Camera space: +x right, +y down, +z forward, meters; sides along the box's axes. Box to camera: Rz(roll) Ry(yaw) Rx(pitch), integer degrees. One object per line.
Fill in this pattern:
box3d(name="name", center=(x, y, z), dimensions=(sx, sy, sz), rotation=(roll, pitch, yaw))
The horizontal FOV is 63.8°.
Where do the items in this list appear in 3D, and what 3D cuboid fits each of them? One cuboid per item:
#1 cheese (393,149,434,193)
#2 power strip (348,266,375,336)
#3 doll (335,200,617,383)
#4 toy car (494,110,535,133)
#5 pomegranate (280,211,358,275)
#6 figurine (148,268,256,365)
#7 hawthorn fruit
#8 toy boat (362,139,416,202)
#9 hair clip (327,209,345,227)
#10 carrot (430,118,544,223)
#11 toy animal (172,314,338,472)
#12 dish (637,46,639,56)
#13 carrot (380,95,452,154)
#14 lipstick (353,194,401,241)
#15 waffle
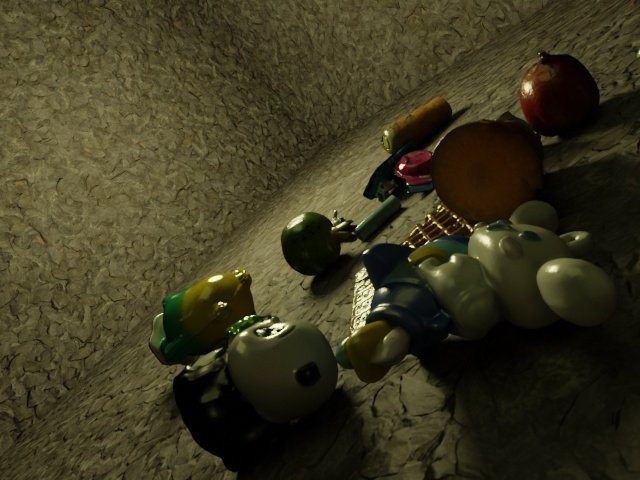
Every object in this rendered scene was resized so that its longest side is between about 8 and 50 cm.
box3d(name="cheese", center=(0.298, -0.208, 1.554), dimensions=(0.155, 0.062, 0.244), rotation=(-9, 35, 13))
box3d(name="power strip", center=(0.099, 0.124, 1.073), dimensions=(0.064, 0.044, 0.305), rotation=(-34, 14, 19))
box3d(name="doll", center=(0.199, 0.057, 0.738), dimensions=(0.366, 0.187, 0.376), rotation=(-23, -10, 18))
box3d(name="toy car", center=(0.425, -0.209, 1.201), dimensions=(0.161, 0.126, 0.098), rotation=(-43, -11, 26))
box3d(name="pomegranate", center=(-0.001, 0.000, 1.465), dimensions=(0.225, 0.187, 0.187), rotation=(-19, 21, 23))
box3d(name="figurine", center=(-0.338, 0.219, 1.496), dimensions=(0.340, 0.231, 0.323), rotation=(-36, 14, 32))
box3d(name="hawthorn fruit", center=(0.527, -0.337, 1.158), dimensions=(0.169, 0.188, 0.169), rotation=(-32, 9, 6))
box3d(name="toy boat", center=(0.257, -0.224, 1.700), dimensions=(0.299, 0.092, 0.134), rotation=(-43, -20, -41))
box3d(name="hair clip", center=(-0.004, -0.019, 1.781), dimensions=(0.220, 0.054, 0.140), rotation=(-47, 28, -18))
box3d(name="carrot", center=(0.343, -0.159, 0.981), dimensions=(0.196, 0.196, 0.254), rotation=(-27, 6, 39))
box3d(name="toy animal", center=(-0.107, 0.237, 0.896), dimensions=(0.267, 0.212, 0.212), rotation=(-40, 14, 8))
box3d(name="dish", center=(0.804, -0.477, 1.209), dimensions=(0.091, 0.039, 0.137), rotation=(-42, 16, -14))
box3d(name="carrot", center=(0.371, -0.436, 1.984), dimensions=(0.302, 0.138, 0.139), rotation=(-33, 13, -9))
box3d(name="lipstick", center=(0.165, -0.065, 1.492), dimensions=(0.158, 0.048, 0.048), rotation=(-42, 14, -13))
box3d(name="waffle", center=(0.272, -0.021, 1.076), dimensions=(0.253, 0.056, 0.249), rotation=(-43, 15, -24))
